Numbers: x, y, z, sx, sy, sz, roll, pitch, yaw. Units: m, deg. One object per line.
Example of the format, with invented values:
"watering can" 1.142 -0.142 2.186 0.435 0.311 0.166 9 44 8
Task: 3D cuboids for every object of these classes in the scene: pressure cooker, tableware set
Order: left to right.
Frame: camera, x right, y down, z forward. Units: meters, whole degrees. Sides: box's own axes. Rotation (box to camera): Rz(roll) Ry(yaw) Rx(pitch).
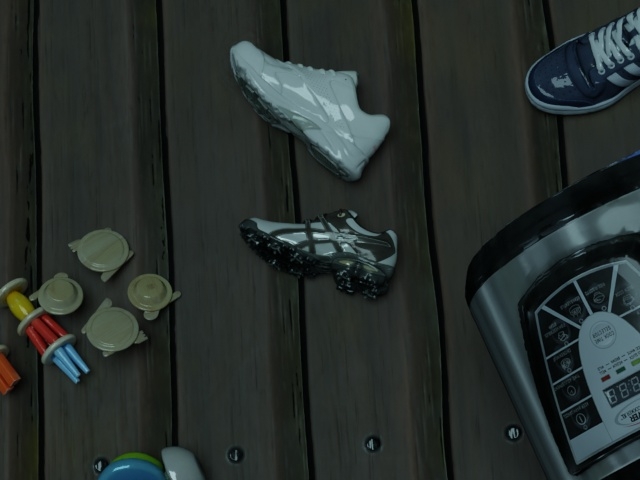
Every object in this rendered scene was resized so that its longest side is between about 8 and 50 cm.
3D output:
"tableware set" -0.263 0.063 1.923 0.168 0.020 0.141 37 58 18
"pressure cooker" 0.388 0.142 1.611 0.375 0.370 0.420 -18 73 -15

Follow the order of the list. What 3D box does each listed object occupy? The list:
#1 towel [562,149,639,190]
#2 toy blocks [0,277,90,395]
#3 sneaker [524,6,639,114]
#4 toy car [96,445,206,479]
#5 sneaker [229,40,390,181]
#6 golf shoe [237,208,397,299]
"towel" 0.482 -0.037 1.853 0.336 0.040 0.243 -29 74 0
"toy blocks" -0.366 0.138 1.924 0.123 0.054 0.148 -42 73 -5
"sneaker" 0.379 -0.240 1.863 0.282 0.153 0.099 -16 73 4
"toy car" -0.202 0.327 1.805 0.159 0.136 0.182 -25 73 2
"sneaker" -0.010 -0.181 1.950 0.232 0.090 0.115 41 78 7
"golf shoe" 0.000 0.000 1.904 0.198 0.077 0.094 20 68 6
